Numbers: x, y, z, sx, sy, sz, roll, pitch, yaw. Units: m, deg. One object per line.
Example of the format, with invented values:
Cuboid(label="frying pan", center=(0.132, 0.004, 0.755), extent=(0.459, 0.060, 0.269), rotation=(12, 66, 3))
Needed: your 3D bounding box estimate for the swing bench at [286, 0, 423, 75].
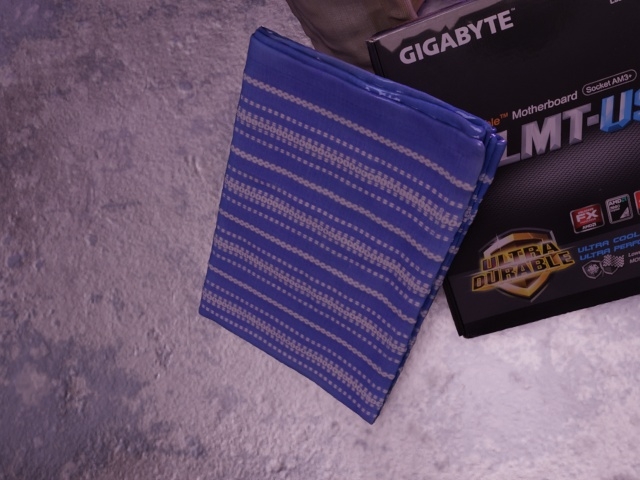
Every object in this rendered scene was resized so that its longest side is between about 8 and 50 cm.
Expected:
Cuboid(label="swing bench", center=(0.075, -0.292, 0.568), extent=(0.254, 0.253, 0.165), rotation=(-43, 57, 4))

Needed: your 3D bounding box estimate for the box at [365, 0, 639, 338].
Cuboid(label="box", center=(0.223, -0.086, 0.542), extent=(0.295, 0.073, 0.294), rotation=(-16, 108, 12))

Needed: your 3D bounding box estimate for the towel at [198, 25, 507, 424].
Cuboid(label="towel", center=(0.000, 0.000, 0.580), extent=(0.243, 0.040, 0.336), rotation=(28, 123, 18))
